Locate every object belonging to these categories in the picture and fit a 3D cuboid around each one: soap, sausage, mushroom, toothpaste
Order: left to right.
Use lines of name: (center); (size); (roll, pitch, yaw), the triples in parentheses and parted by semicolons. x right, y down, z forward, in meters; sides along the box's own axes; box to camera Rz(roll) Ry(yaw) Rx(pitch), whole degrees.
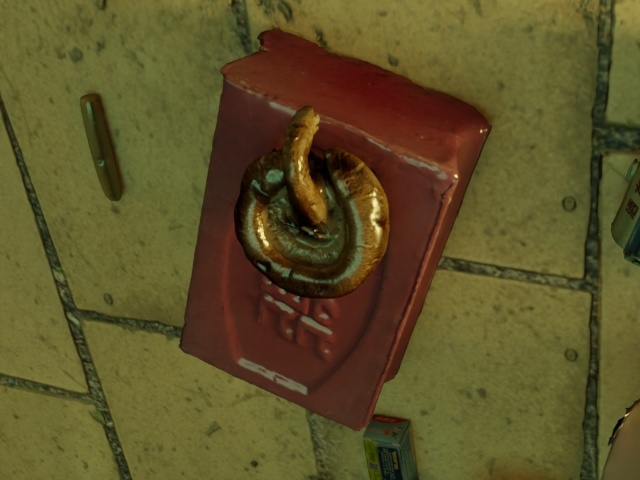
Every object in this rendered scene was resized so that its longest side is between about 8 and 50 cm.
sausage: (-0.241, -0.099, 1.147); (0.024, 0.024, 0.132); (9, 128, 21)
mushroom: (-0.008, -0.032, 0.875); (0.135, 0.080, 0.171); (4, 125, 8)
soap: (0.000, 0.000, 1.032); (0.233, 0.128, 0.359); (23, 131, 10)
toothpaste: (0.082, 0.297, 1.278); (0.070, 0.044, 0.193); (6, 127, 23)

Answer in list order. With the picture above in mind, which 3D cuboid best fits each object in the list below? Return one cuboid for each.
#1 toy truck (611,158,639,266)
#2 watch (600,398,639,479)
toy truck: (0.306, -0.060, 0.867); (0.088, 0.074, 0.202); (27, 134, 18)
watch: (0.348, 0.245, 0.968); (0.211, 0.217, 0.248); (17, 130, 44)
